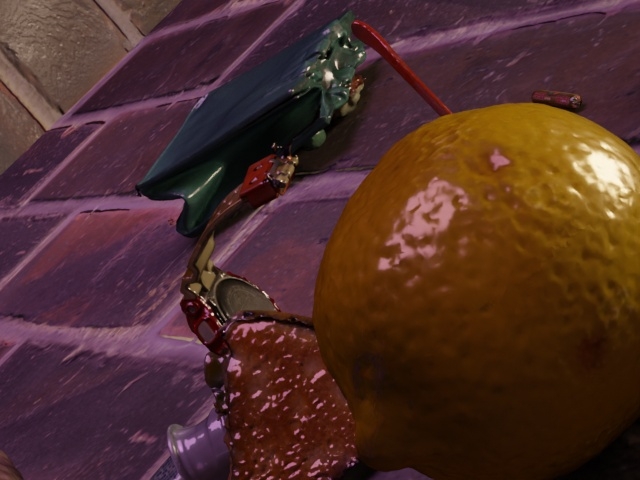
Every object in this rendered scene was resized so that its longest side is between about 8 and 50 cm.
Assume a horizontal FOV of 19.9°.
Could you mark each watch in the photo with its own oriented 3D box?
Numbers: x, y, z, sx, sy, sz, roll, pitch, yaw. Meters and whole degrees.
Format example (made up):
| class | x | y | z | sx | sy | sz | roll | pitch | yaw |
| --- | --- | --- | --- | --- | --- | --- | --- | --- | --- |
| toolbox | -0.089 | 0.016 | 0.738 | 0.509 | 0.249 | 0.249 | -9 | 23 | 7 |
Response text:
| class | x | y | z | sx | sy | sz | roll | pitch | yaw |
| --- | --- | --- | --- | --- | --- | --- | --- | --- | --- |
| watch | -0.008 | 0.002 | 1.536 | 0.268 | 0.165 | 0.102 | -56 | 7 | 32 |

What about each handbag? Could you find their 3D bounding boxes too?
| class | x | y | z | sx | sy | sz | roll | pitch | yaw |
| --- | --- | --- | --- | --- | --- | --- | --- | --- | --- |
| handbag | -0.068 | -0.134 | 2.160 | 0.274 | 0.100 | 0.268 | -32 | 16 | 25 |

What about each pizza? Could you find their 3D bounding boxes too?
| class | x | y | z | sx | sy | sz | roll | pitch | yaw |
| --- | --- | --- | --- | --- | --- | --- | --- | --- | --- |
| pizza | -0.022 | 0.155 | 1.364 | 0.195 | 0.185 | 0.052 | -65 | -23 | -5 |

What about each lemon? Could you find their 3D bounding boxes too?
| class | x | y | z | sx | sy | sz | roll | pitch | yaw |
| --- | --- | --- | --- | --- | --- | --- | --- | --- | --- |
| lemon | 0.110 | 0.039 | 1.132 | 0.228 | 0.228 | 0.253 | -23 | 29 | 45 |

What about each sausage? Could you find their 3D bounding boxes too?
| class | x | y | z | sx | sy | sz | roll | pitch | yaw |
| --- | --- | --- | --- | --- | --- | --- | --- | --- | --- |
| sausage | 0.216 | -0.129 | 1.671 | 0.015 | 0.015 | 0.100 | -43 | 17 | -7 |

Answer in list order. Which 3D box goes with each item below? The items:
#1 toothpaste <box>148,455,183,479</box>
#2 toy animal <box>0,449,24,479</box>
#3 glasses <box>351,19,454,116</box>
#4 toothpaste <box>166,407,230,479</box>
| class | x | y | z | sx | sy | sz | roll | pitch | yaw |
| --- | --- | --- | --- | --- | --- | --- | --- | --- | --- |
| toothpaste | -0.079 | 0.164 | 1.523 | 0.268 | 0.047 | 0.069 | -42 | 36 | 3 |
| toy animal | -0.347 | 0.280 | 1.571 | 0.226 | 0.188 | 0.358 | -52 | 18 | 0 |
| glasses | 0.181 | -0.144 | 1.379 | 0.234 | 0.268 | 0.118 | -50 | 1 | -22 |
| toothpaste | 0.021 | 0.107 | 1.430 | 0.299 | 0.073 | 0.114 | -29 | 20 | 12 |
